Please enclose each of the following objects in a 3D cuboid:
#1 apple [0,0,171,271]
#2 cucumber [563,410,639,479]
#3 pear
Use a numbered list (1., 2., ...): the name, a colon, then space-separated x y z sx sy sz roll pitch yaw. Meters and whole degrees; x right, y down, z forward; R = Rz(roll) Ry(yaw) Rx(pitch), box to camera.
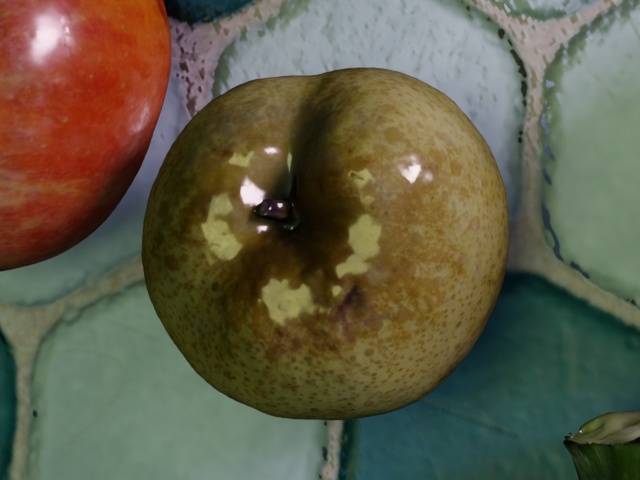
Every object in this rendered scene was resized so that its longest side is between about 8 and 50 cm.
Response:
1. apple: -0.168 -0.089 0.868 0.209 0.164 0.209 2 94 34
2. cucumber: 0.186 0.176 0.745 0.134 0.134 0.244 -12 91 22
3. pear: 0.000 0.000 0.810 0.167 0.136 0.167 -2 84 21
